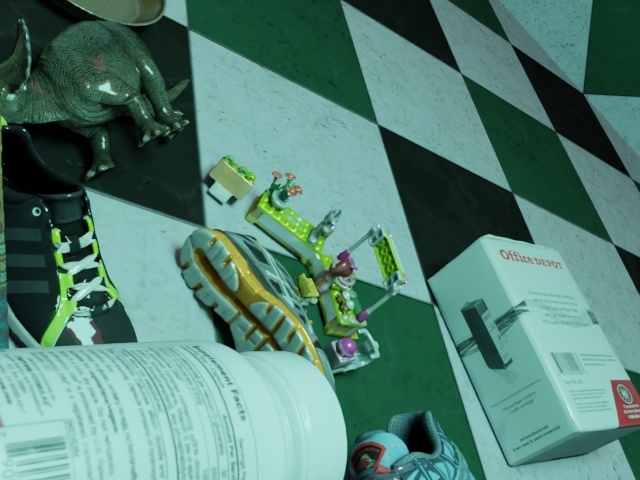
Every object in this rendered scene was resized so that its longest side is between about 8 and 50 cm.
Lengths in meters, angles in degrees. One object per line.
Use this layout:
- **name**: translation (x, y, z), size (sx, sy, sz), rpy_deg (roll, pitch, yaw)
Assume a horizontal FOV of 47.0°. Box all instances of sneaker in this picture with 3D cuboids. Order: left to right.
- **sneaker**: translation (-0.215, 0.004, 0.578), size (0.234, 0.097, 0.084), rpy_deg (52, 34, 6)
- **sneaker**: translation (-0.047, 0.071, 0.714), size (0.214, 0.084, 0.083), rpy_deg (56, 30, 14)
- **sneaker**: translation (0.040, 0.215, 0.568), size (0.262, 0.104, 0.125), rpy_deg (-25, 95, -63)

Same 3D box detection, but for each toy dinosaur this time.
- **toy dinosaur**: translation (-0.210, -0.163, 0.735), size (0.160, 0.121, 0.313), rpy_deg (58, 37, -9)

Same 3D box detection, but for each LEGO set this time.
- **LEGO set**: translation (0.000, 0.000, 0.811), size (0.132, 0.107, 0.287), rpy_deg (-11, 65, -52)

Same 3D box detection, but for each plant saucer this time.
- **plant saucer**: translation (-0.282, -0.322, 0.886), size (0.199, 0.036, 0.198), rpy_deg (30, 38, -26)

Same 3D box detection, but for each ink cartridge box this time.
- **ink cartridge box**: translation (0.287, 0.142, 0.979), size (0.197, 0.114, 0.272), rpy_deg (9, 51, -42)

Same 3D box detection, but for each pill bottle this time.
- **pill bottle**: translation (-0.125, 0.147, 0.479), size (0.283, 0.160, 0.160), rpy_deg (5, 52, -46)

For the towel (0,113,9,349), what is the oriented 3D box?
- **towel**: translation (-0.333, 0.013, 0.362), size (0.370, 0.040, 0.271), rpy_deg (-11, 107, -54)
